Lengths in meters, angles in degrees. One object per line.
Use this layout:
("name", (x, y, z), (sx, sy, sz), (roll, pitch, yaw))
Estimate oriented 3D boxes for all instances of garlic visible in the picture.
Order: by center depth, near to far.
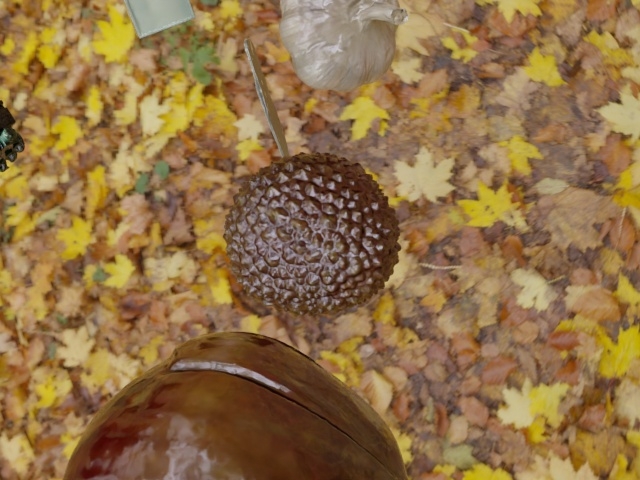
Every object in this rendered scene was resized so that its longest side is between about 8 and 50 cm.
("garlic", (0.055, -0.345, 1.294), (0.212, 0.219, 0.218), (0, 97, 59))

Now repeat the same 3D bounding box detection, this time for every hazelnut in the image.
("hazelnut", (-0.047, 0.163, 0.519), (0.230, 0.229, 0.229), (3, 97, 23))

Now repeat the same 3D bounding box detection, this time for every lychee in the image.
("lychee", (0.000, 0.000, 1.190), (0.271, 0.271, 0.271), (3, 97, 23))

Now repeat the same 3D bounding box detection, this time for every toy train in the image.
("toy train", (-0.598, -0.179, 1.501), (0.170, 0.071, 0.111), (-29, 95, 46))

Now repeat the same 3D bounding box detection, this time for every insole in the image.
("insole", (-0.105, -0.270, 1.615), (0.011, 0.081, 0.247), (-14, 109, 12))

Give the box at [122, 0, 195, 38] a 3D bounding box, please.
("box", (-0.369, -0.560, 1.769), (0.130, 0.086, 0.225), (-23, 112, -9))
